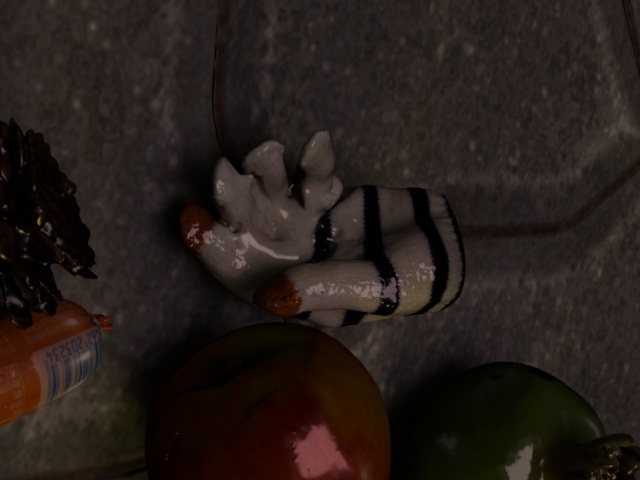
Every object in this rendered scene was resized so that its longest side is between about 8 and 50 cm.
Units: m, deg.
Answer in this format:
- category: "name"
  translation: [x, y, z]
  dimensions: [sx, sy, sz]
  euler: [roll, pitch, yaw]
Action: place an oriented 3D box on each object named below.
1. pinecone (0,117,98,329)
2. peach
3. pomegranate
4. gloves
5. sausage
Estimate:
- category: "pinecone"
  translation: [-0.207, -0.006, 0.959]
  dimensions: [0.121, 0.140, 0.140]
  euler: [-24, 123, 10]
- category: "peach"
  translation: [-0.033, 0.161, 1.117]
  dimensions: [0.197, 0.197, 0.197]
  euler: [-9, 104, -42]
- category: "pomegranate"
  translation: [0.175, 0.192, 1.288]
  dimensions: [0.187, 0.225, 0.187]
  euler: [3, 85, -34]
- category: "gloves"
  translation: [-0.004, 0.001, 1.162]
  dimensions: [0.219, 0.131, 0.140]
  euler: [3, 74, -17]
- category: "sausage"
  translation: [-0.228, 0.093, 0.993]
  dimensions: [0.234, 0.071, 0.071]
  euler: [-23, 113, -38]
